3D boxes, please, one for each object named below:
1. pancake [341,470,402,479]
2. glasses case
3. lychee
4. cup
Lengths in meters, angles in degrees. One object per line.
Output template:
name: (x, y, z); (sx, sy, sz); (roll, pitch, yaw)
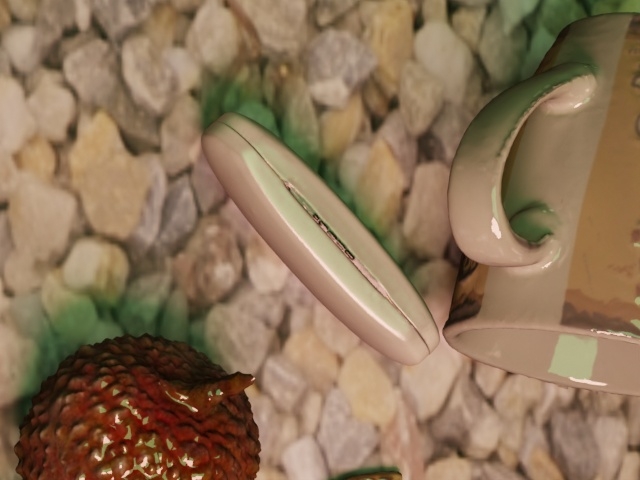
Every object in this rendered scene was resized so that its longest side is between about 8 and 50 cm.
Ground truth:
pancake: (0.036, 0.270, 1.273); (0.184, 0.020, 0.190); (28, 83, -13)
glasses case: (0.000, 0.000, 1.232); (0.059, 0.092, 0.233); (-44, 98, -10)
lychee: (-0.120, 0.138, 1.155); (0.165, 0.165, 0.197); (33, 123, -12)
cup: (0.194, -0.038, 1.210); (0.301, 0.227, 0.257); (23, 70, -46)
